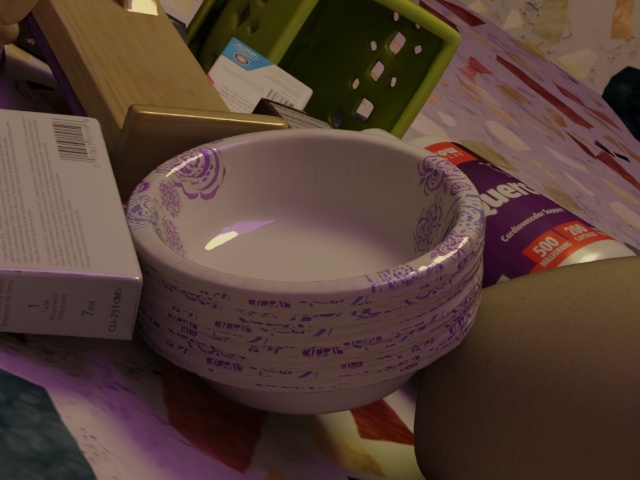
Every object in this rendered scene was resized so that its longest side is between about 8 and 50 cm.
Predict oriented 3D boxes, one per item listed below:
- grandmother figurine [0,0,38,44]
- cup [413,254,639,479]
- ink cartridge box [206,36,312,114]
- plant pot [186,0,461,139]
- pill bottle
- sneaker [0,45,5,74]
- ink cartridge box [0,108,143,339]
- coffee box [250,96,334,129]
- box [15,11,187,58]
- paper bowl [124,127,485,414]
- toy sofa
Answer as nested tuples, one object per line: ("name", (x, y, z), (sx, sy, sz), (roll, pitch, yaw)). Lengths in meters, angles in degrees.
("grandmother figurine", (-0.343, -0.271, 1.716), (0.104, 0.207, 0.342), (-19, 13, -22))
("cup", (0.217, 0.149, 1.552), (0.237, 0.331, 0.331), (15, 8, 26))
("ink cartridge box", (-0.092, -0.113, 1.936), (0.104, 0.061, 0.181), (34, 44, -5))
("plant pot", (-0.019, -0.219, 2.153), (0.227, 0.228, 0.207), (23, 15, -42))
("pill bottle", (0.142, 0.017, 1.820), (0.323, 0.181, 0.181), (35, 14, 33))
("sneaker", (-0.313, -0.178, 1.793), (0.040, 0.043, 0.109), (29, 16, -12))
("ink cartridge box", (-0.273, -0.024, 1.444), (0.239, 0.060, 0.275), (4, 28, -16))
("coffee box", (0.000, 0.000, 1.747), (0.098, 0.141, 0.246), (16, 24, -45))
("box", (-0.232, -0.224, 2.038), (0.183, 0.056, 0.231), (30, 18, -16))
("paper bowl", (-0.013, 0.032, 1.511), (0.284, 0.148, 0.284), (0, 30, 0))
("toy sofa", (-0.180, -0.127, 1.749), (0.150, 0.177, 0.362), (5, 33, -30))
